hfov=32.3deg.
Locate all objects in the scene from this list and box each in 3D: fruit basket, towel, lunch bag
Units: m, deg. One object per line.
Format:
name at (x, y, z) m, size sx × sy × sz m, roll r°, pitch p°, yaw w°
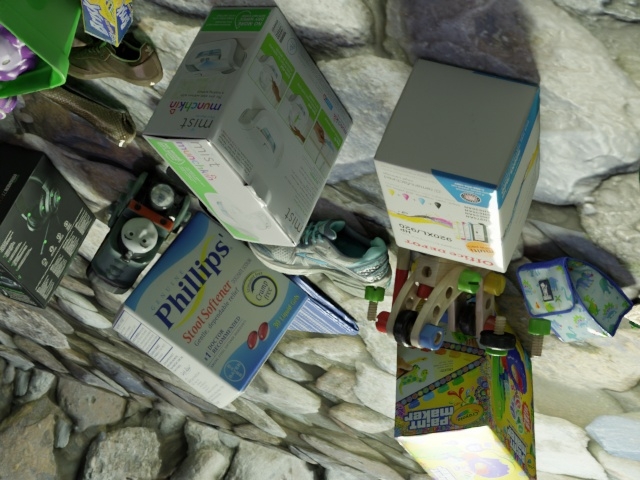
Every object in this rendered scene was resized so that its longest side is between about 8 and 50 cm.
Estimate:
fruit basket at (-0.565, -0.304, 1.555) m, size 0.283 × 0.392 × 0.392 m, roll -2°, pitch 146°, yaw 47°
towel at (-0.094, 0.134, 2.456) m, size 0.336 × 0.040 × 0.243 m, roll 1°, pitch 149°, yaw 48°
lunch bag at (0.402, 0.088, 1.783) m, size 0.151 × 0.096 × 0.129 m, roll 47°, pitch 155°, yaw -13°

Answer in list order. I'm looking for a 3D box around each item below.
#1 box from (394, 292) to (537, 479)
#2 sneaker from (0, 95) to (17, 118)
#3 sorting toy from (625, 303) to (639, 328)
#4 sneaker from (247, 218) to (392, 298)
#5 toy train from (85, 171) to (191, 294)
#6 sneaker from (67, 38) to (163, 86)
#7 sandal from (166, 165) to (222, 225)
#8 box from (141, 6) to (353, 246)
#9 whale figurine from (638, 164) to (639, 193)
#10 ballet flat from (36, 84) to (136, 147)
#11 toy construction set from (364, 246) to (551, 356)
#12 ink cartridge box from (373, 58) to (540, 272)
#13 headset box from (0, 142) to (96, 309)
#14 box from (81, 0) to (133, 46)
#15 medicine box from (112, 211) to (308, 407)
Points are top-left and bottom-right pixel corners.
box at (0.271, 0.287, 2.041) m, size 0.177 × 0.279 × 0.290 m, roll -12°, pitch 143°, yaw 23°
sneaker at (-0.621, -0.297, 1.979) m, size 0.161 × 0.102 × 0.282 m, roll 23°, pitch 168°, yaw -3°
sorting toy at (0.527, 0.127, 1.830) m, size 0.062 × 0.012 × 0.083 m, roll 23°, pitch 154°, yaw -8°
sneaker at (0.000, 0.000, 2.011) m, size 0.283 × 0.110 × 0.122 m, roll 16°, pitch 139°, yaw 14°
toy train at (-0.370, -0.008, 2.214) m, size 0.142 × 0.190 × 0.334 m, roll 30°, pitch 157°, yaw -13°
sneaker at (-0.335, -0.296, 1.747) m, size 0.188 × 0.066 × 0.071 m, roll 11°, pitch 137°, yaw 19°
sandal at (-0.191, -0.062, 2.092) m, size 0.254 × 0.054 × 0.097 m, roll 35°, pitch 155°, yaw -22°
box at (-0.091, -0.157, 1.563) m, size 0.126 × 0.231 × 0.262 m, roll 8°, pitch 153°, yaw 34°
whale figurine at (0.503, -0.082, 1.299) m, size 0.272 × 0.141 × 0.216 m, roll 8°, pitch 165°, yaw -25°
ballet flat at (-0.429, -0.253, 1.933) m, size 0.250 × 0.058 × 0.084 m, roll 34°, pitch -169°, yaw -8°
toy construction set at (0.196, 0.043, 1.822) m, size 0.257 × 0.237 × 0.309 m, roll 3°, pitch -173°, yaw -27°
ink cartridge box at (0.191, -0.095, 1.490) m, size 0.171 × 0.168 × 0.233 m, roll 15°, pitch 156°, yaw 19°
headset box at (-0.640, -0.034, 2.358) m, size 0.131 × 0.246 × 0.283 m, roll 14°, pitch 155°, yaw 24°
box at (-0.307, -0.352, 1.587) m, size 0.059 × 0.054 × 0.169 m, roll 24°, pitch 158°, yaw 2°
medicine box at (-0.222, 0.140, 2.229) m, size 0.289 × 0.263 × 0.149 m, roll 38°, pitch 152°, yaw -4°
